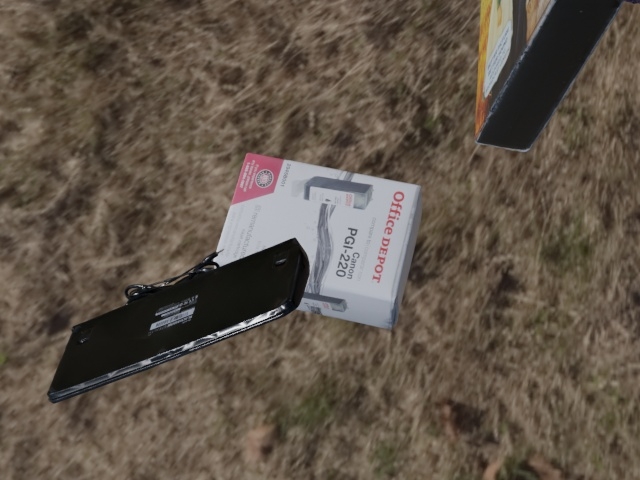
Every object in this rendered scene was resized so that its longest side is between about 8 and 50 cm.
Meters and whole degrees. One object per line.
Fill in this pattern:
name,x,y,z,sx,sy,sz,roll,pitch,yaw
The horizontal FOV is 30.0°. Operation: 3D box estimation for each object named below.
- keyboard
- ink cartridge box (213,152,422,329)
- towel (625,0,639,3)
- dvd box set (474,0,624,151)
keyboard,-0.084,0.054,0.772,0.192,0.100,0.038,-20,122,23
ink cartridge box,0.000,0.000,1.407,0.218,0.158,0.092,12,154,6
towel,0.302,-0.199,0.703,0.308,0.227,0.076,12,128,26
dvd box set,0.219,-0.339,1.122,0.062,0.420,0.307,9,154,-6
